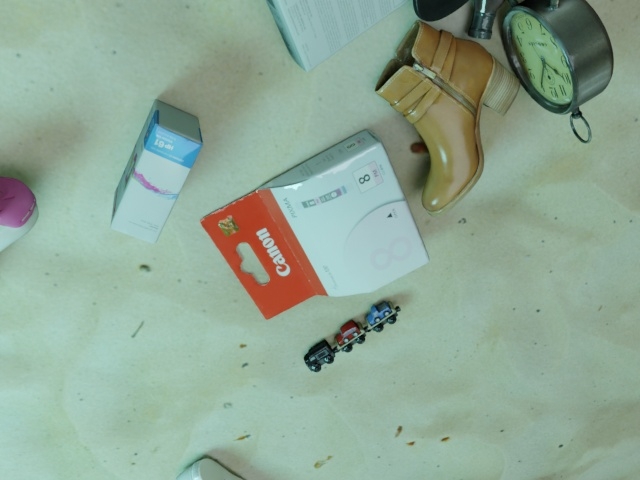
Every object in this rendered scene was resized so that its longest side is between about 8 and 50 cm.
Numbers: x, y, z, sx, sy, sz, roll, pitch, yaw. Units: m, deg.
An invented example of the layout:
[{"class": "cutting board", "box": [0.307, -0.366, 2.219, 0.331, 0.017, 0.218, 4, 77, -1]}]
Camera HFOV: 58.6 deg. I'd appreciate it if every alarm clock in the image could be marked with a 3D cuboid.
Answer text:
[{"class": "alarm clock", "box": [0.267, -0.192, 0.628, 0.064, 0.129, 0.192, -28, 114, 0]}]

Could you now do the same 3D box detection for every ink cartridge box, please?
[{"class": "ink cartridge box", "box": [0.030, -0.263, 0.538, 0.179, 0.045, 0.145, -38, 156, -2]}, {"class": "ink cartridge box", "box": [-0.173, -0.072, 0.596, 0.052, 0.088, 0.123, 20, 111, -25]}, {"class": "ink cartridge box", "box": [0.000, 0.000, 0.709, 0.232, 0.066, 0.189, -30, 123, -3]}]

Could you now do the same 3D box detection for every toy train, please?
[{"class": "toy train", "box": [0.043, 0.134, 0.813, 0.158, 0.027, 0.036, -34, 111, 5]}]

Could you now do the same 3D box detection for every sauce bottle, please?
[{"class": "sauce bottle", "box": [0.186, -0.283, 0.608, 0.042, 0.042, 0.128, -1, 117, -16]}]

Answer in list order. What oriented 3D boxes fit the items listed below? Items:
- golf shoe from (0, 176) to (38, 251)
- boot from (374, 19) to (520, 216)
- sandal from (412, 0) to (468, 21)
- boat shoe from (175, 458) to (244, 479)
[{"class": "golf shoe", "box": [-0.408, 0.039, 0.593, 0.306, 0.115, 0.140, -25, 133, 6]}, {"class": "boot", "box": [0.125, -0.137, 0.659, 0.152, 0.073, 0.197, 20, 99, -26]}, {"class": "sandal", "box": [0.169, -0.279, 0.555, 0.179, 0.040, 0.067, -33, 132, 9]}, {"class": "boat shoe", "box": [-0.153, 0.411, 0.894, 0.063, 0.066, 0.184, -28, 126, 18]}]
